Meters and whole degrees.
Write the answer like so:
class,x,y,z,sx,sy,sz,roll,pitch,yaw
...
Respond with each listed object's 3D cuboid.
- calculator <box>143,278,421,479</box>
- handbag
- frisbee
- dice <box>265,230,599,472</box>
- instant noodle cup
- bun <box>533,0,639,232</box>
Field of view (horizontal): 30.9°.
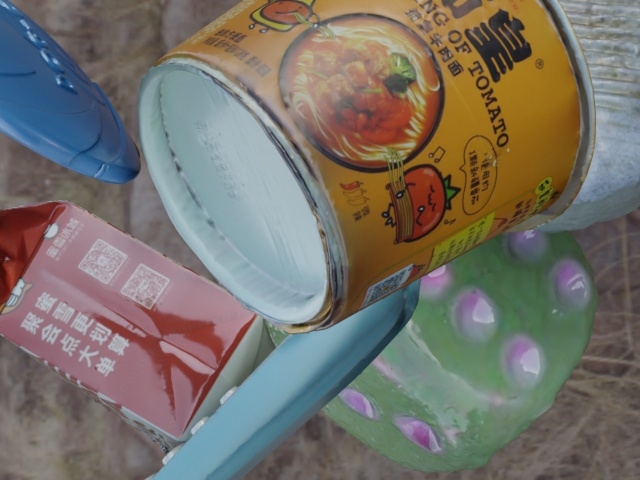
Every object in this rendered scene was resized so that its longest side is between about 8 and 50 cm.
class,x,y,z,sx,sy,sz,roll,pitch,yaw
calculator,-0.061,0.152,0.925,0.386,0.256,0.054,-43,82,4
handbag,-0.200,0.082,1.098,0.298,0.171,0.151,27,73,13
frisbee,-0.196,-0.122,0.677,0.045,0.242,0.242,-49,49,8
dice,0.142,0.091,1.510,0.322,0.318,0.330,44,155,-10
instant noodle cup,0.015,-0.061,0.638,0.216,0.172,0.216,39,147,31
bun,0.259,-0.173,1.298,0.211,0.362,0.362,103,149,-63
